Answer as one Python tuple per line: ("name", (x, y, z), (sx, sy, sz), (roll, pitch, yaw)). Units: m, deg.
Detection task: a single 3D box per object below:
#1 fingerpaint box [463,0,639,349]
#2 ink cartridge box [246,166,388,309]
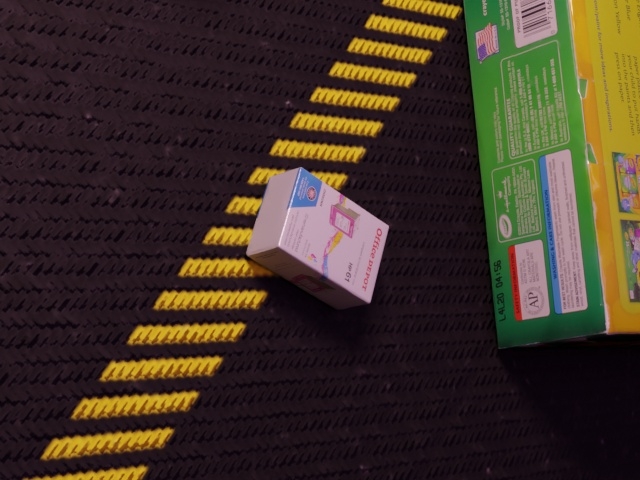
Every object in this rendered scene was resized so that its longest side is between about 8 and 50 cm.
("fingerpaint box", (0.358, -0.101, 1.477), (0.371, 0.163, 0.445), (3, 78, -40))
("ink cartridge box", (0.000, 0.000, 1.212), (0.122, 0.052, 0.089), (33, 60, -33))
